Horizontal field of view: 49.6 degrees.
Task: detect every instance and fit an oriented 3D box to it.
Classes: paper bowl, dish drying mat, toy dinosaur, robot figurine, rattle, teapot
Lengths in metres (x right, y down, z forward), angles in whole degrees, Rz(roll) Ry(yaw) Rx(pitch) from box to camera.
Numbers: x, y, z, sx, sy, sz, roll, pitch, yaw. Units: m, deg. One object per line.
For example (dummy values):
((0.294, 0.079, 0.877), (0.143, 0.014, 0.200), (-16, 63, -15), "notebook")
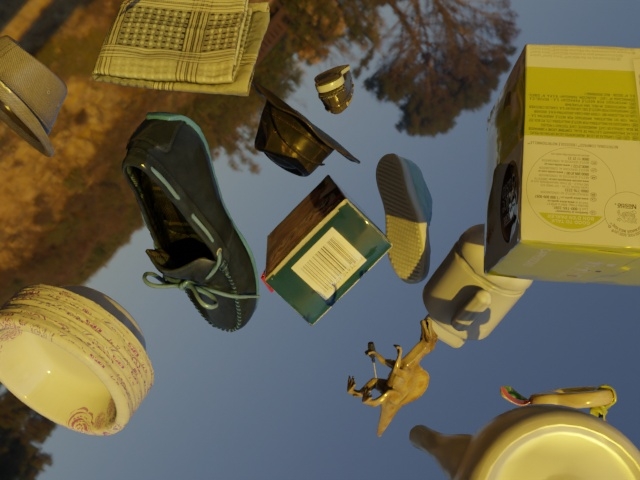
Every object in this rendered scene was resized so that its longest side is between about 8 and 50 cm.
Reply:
((-0.416, 0.190, 1.183), (0.284, 0.284, 0.148), (-30, -160, 41), "paper bowl")
((-0.085, 0.064, 1.185), (0.032, 0.008, 0.083), (-63, 165, -15), "dish drying mat")
((0.083, 0.177, 0.815), (0.183, 0.093, 0.053), (-68, -152, 22), "toy dinosaur")
((0.384, 0.101, 1.685), (0.353, 0.200, 0.300), (-61, -179, 34), "robot figurine")
((0.422, 0.322, 1.228), (0.200, 0.142, 0.130), (-6, -172, -9), "rattle")
((0.273, 0.320, 0.846), (0.253, 0.256, 0.187), (-17, 169, -5), "teapot")

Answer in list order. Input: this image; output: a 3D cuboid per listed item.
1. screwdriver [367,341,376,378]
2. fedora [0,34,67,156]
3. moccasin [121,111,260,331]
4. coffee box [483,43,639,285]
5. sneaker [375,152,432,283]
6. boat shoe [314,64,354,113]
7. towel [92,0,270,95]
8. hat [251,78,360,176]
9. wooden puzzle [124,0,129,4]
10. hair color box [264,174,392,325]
((0.171, 0.392, 2.162), (0.025, 0.170, 0.024), (-6, -160, 24), "screwdriver")
((-0.592, -0.303, 1.376), (0.124, 0.244, 0.275), (-49, 160, -15), "fedora")
((-0.181, 0.004, 0.893), (0.138, 0.342, 0.117), (0, -140, 25), "moccasin")
((0.482, -0.110, 1.206), (0.337, 0.338, 0.334), (72, 22, -78), "coffee box")
((0.260, -0.060, 1.875), (0.135, 0.150, 0.365), (-23, -111, 47), "sneaker")
((0.032, -0.325, 1.480), (0.081, 0.068, 0.227), (-18, -160, 14), "boat shoe")
((-0.274, -0.423, 1.419), (0.056, 0.324, 0.312), (94, 2, -52), "towel")
((-0.072, -0.233, 1.606), (0.134, 0.331, 0.331), (-54, -160, 8), "hat")
((-0.282, -0.409, 1.113), (0.049, 0.006, 0.083), (-16, -150, 52), "wooden puzzle")
((0.000, 0.000, 1.158), (0.174, 0.105, 0.347), (-45, -170, 5), "hair color box")
